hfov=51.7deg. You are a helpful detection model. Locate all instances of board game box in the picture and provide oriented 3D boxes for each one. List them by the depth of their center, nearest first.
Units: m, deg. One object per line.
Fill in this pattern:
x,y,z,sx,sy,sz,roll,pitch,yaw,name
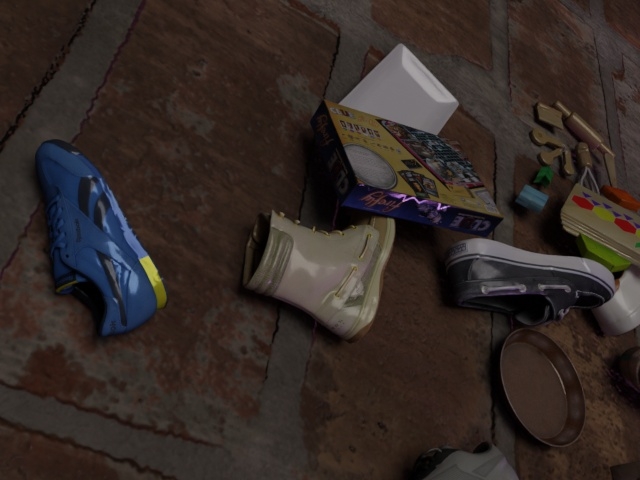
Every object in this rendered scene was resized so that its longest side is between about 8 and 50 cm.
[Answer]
0.116,-0.095,0.888,0.243,0.042,0.165,11,43,-30,board game box

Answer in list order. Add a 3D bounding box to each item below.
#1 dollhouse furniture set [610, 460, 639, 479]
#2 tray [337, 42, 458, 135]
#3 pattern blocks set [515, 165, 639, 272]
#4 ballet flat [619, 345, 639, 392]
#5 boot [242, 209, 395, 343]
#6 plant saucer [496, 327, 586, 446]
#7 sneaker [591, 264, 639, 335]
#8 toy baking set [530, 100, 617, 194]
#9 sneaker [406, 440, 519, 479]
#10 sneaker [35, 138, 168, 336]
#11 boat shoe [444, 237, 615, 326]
0.513,0.399,0.902,0.129,0.129,0.184,16,56,-28,dollhouse furniture set
0.116,-0.199,1.027,0.145,0.030,0.270,45,47,-7,tray
0.496,-0.021,1.117,0.325,0.026,0.285,38,39,21,pattern blocks set
0.614,0.267,1.064,0.316,0.106,0.107,39,83,-5,ballet flat
0.000,0.000,0.801,0.165,0.077,0.213,28,52,-17,boot
0.307,0.208,0.932,0.168,0.029,0.168,17,57,-27,plant saucer
0.541,0.039,1.145,0.290,0.106,0.123,-35,90,-41,sneaker
0.502,-0.163,1.288,0.256,0.030,0.197,40,54,-2,toy baking set
0.118,0.284,0.718,0.271,0.100,0.108,4,49,-38,sneaker
-0.233,-0.004,0.638,0.082,0.069,0.209,-28,83,-38,sneaker
0.315,0.078,0.961,0.301,0.108,0.102,14,58,-27,boat shoe
